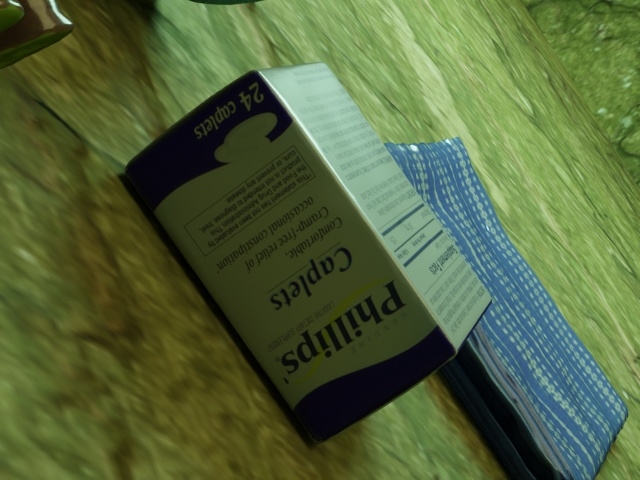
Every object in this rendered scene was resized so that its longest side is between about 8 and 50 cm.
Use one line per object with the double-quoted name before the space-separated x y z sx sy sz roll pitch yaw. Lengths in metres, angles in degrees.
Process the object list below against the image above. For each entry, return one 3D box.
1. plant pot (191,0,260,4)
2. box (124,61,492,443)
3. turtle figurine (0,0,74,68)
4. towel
"plant pot" -0.052 -0.266 0.787 0.272 0.271 0.255 -104 169 -53
"box" 0.000 0.000 0.685 0.137 0.072 0.126 54 15 1
"turtle figurine" -0.145 -0.153 0.492 0.217 0.087 0.269 66 -11 -2
"towel" 0.112 0.036 1.013 0.243 0.040 0.336 57 15 5
